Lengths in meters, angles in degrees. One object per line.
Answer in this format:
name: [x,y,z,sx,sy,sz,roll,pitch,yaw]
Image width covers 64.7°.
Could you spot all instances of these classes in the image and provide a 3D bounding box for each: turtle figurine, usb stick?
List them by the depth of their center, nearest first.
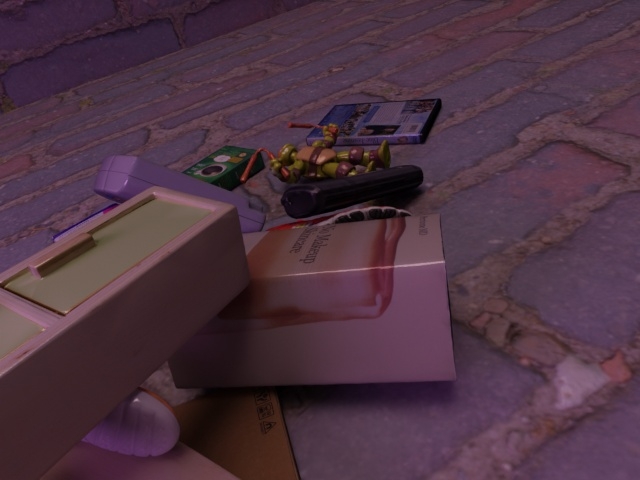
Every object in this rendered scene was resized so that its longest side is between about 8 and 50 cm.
usb stick: [0.058,-0.076,0.736,0.077,0.045,0.278,-10,5,42]
turtle figurine: [0.000,-0.134,0.893,0.217,0.087,0.269,13,34,25]

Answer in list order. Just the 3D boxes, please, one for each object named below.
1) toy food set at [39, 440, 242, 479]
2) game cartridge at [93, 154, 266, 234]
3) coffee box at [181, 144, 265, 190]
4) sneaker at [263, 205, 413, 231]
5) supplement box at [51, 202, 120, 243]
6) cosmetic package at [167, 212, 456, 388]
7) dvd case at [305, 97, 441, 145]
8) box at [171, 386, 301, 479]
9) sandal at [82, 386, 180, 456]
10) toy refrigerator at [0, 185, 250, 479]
toy food set: [-0.184,0.259,0.387,0.306,0.092,0.220,9,37,38]
game cartridge: [-0.214,-0.058,0.717,0.198,0.062,0.297,16,-3,-24]
coffee box: [-0.214,-0.129,1.007,0.113,0.040,0.184,16,44,38]
sneaker: [0.000,0.000,0.693,0.279,0.107,0.118,-10,23,1]
supplement box: [-0.270,0.040,0.723,0.220,0.114,0.111,20,46,42]
cosmetic package: [-0.010,0.063,0.551,0.296,0.129,0.153,-6,19,12]
dvd case: [0.116,-0.252,1.077,0.253,0.022,0.180,3,37,25]
box: [-0.103,0.227,0.471,0.164,0.021,0.201,-20,35,-5]
sandal: [-0.225,0.127,0.455,0.265,0.102,0.076,5,33,20]
toy refrigerator: [-0.178,0.057,0.375,0.102,0.094,0.269,15,39,28]
